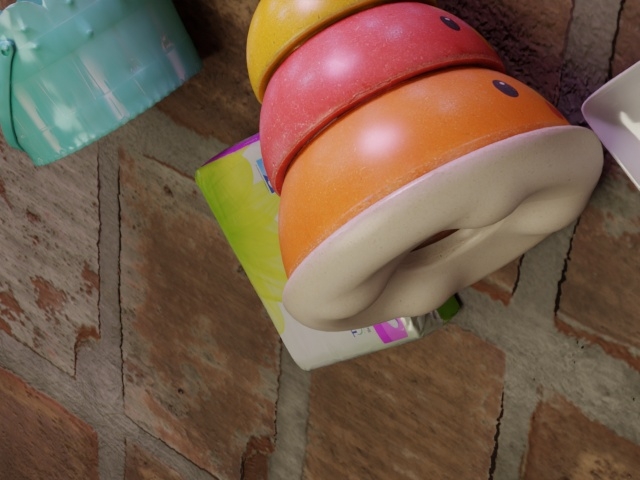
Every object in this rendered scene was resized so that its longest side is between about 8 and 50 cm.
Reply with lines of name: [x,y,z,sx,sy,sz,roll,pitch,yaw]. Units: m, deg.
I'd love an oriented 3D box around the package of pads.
package of pads: [0.000,0.000,1.840,0.229,0.101,0.296,-21,100,48]

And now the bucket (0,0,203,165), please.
bucket: [-0.287,-0.226,1.845,0.281,0.281,0.183,-15,110,48]

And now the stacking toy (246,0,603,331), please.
stacking toy: [0.035,-0.177,1.584,0.350,0.351,0.480,-46,66,49]

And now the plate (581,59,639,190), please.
plate: [0.415,-0.087,1.429,0.278,0.045,0.277,53,139,3]
